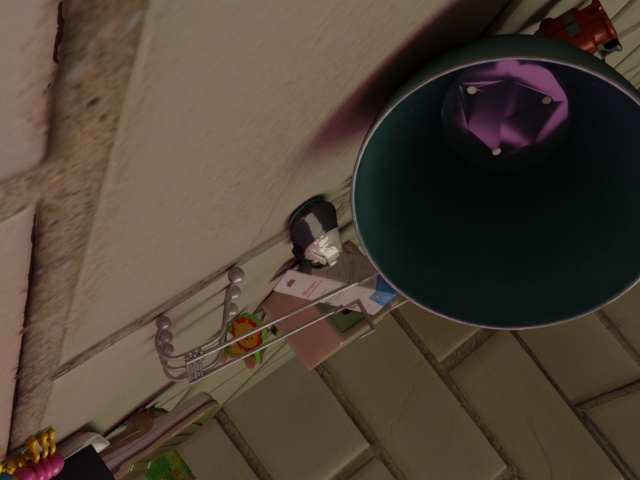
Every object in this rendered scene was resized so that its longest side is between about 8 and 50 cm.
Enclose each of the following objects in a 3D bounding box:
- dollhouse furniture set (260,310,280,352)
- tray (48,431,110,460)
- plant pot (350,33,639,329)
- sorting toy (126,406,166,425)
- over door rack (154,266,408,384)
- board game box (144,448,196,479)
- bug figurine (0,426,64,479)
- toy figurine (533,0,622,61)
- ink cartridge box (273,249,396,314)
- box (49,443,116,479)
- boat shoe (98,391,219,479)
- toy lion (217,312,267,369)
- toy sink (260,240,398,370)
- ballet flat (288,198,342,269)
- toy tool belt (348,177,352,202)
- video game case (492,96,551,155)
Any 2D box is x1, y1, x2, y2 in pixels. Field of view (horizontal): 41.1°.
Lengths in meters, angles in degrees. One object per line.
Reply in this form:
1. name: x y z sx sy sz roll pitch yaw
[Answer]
1. dollhouse furniture set: -0.111 0.152 1.672 0.076 0.058 0.151 -17 141 -47
2. tray: -0.458 0.392 1.543 0.145 0.030 0.270 -35 172 -17
3. plant pot: 0.184 -0.084 0.848 0.290 0.290 0.195 -42 -161 31
4. sorting toy: -0.380 0.387 1.836 0.102 0.042 0.061 -45 -167 -33
5. over door rack: -0.067 0.102 1.177 0.324 0.108 0.239 -14 167 -11
6. board game box: -0.397 0.541 2.096 0.092 0.181 0.043 -36 172 -1
7. bug figurine: -0.473 0.370 1.206 0.279 0.072 0.216 -43 170 35
8. toy figurine: 0.308 -0.161 1.017 0.148 0.213 0.209 -29 179 22
9. ink cartridge box: 0.024 0.060 1.389 0.104 0.180 0.060 129 -27 -61
10. box: -0.450 0.455 1.446 0.153 0.108 0.207 -27 167 -44
11. boat shoe: -0.347 0.389 1.733 0.302 0.103 0.113 -36 159 5
12. toy lion: -0.137 0.172 1.496 0.100 0.096 0.034 6 -163 31
13. toy sink: 0.037 0.106 1.577 0.234 0.152 0.131 -27 167 -45
14. ballet flat: 0.000 0.000 1.113 0.074 0.074 0.203 -35 172 -9
15. toy tool belt: 0.063 -0.060 1.105 0.083 0.052 0.051 -27 159 -47
16. video game case: 0.377 -0.192 1.725 0.329 0.036 0.300 -36 172 -3
